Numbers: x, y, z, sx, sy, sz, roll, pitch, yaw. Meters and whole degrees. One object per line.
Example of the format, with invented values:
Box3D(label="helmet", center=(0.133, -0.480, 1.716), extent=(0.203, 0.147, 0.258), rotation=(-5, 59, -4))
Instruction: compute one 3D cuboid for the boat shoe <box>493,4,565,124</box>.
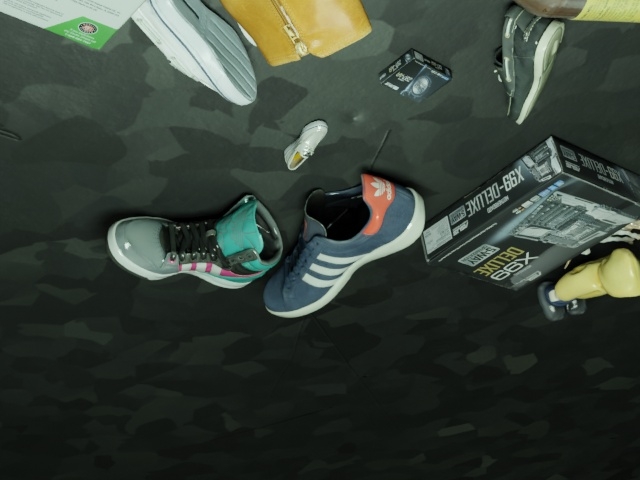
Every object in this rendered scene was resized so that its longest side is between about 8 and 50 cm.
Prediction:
Box3D(label="boat shoe", center=(0.281, -0.244, 1.606), extent=(0.079, 0.084, 0.233), rotation=(27, 160, 14))

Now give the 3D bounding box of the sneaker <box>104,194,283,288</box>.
Box3D(label="sneaker", center=(-0.172, -0.002, 1.811), extent=(0.295, 0.124, 0.178), rotation=(10, 150, -43))

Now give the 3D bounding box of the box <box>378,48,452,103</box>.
Box3D(label="box", center=(0.133, -0.230, 1.621), extent=(0.083, 0.018, 0.067), rotation=(20, 138, -40))

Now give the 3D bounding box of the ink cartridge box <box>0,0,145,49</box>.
Box3D(label="ink cartridge box", center=(-0.257, -0.325, 1.289), extent=(0.153, 0.087, 0.208), rotation=(19, 140, -38))

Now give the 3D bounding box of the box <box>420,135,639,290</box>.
Box3D(label="box", center=(0.359, -0.036, 1.950), extent=(0.242, 0.077, 0.307), rotation=(18, 140, -38))

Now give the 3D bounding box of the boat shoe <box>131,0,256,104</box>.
Box3D(label="boat shoe", center=(-0.163, -0.251, 1.464), extent=(0.075, 0.083, 0.226), rotation=(-11, 140, 26))

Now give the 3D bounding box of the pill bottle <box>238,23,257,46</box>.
Box3D(label="pill bottle", center=(-0.032, -0.294, 1.411), extent=(0.137, 0.078, 0.078), rotation=(-23, 147, 20))

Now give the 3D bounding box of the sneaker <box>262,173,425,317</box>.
Box3D(label="sneaker", center=(0.000, 0.000, 1.881), extent=(0.148, 0.131, 0.350), rotation=(27, 128, -36))

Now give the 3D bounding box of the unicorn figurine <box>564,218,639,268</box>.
Box3D(label="unicorn figurine", center=(0.507, -0.013, 2.052), extent=(0.111, 0.060, 0.162), rotation=(3, 148, -5))

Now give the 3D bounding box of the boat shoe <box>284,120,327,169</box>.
Box3D(label="boat shoe", center=(-0.021, -0.139, 1.715), extent=(0.035, 0.035, 0.100), rotation=(15, 142, -34))

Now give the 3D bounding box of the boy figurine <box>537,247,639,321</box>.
Box3D(label="boy figurine", center=(0.508, 0.076, 2.088), extent=(0.177, 0.092, 0.285), rotation=(-13, 172, -21))

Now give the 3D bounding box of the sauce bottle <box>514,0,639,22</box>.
Box3D(label="sauce bottle", center=(0.324, -0.325, 1.424), extent=(0.344, 0.111, 0.111), rotation=(-2, 149, -16))

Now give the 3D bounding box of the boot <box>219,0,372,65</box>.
Box3D(label="boot", center=(0.005, -0.320, 1.280), extent=(0.295, 0.104, 0.211), rotation=(-20, 119, 37))
